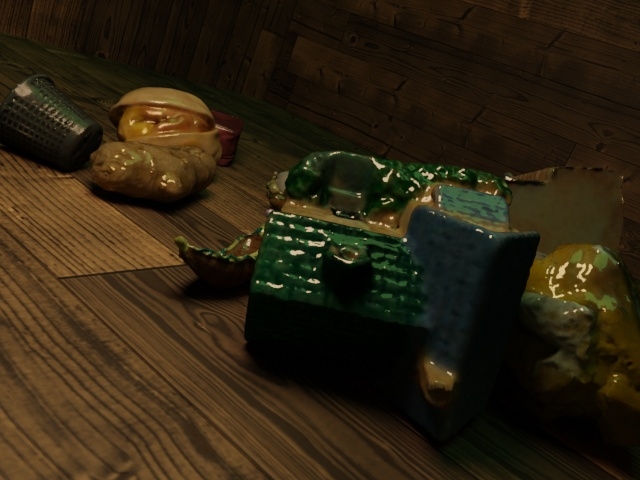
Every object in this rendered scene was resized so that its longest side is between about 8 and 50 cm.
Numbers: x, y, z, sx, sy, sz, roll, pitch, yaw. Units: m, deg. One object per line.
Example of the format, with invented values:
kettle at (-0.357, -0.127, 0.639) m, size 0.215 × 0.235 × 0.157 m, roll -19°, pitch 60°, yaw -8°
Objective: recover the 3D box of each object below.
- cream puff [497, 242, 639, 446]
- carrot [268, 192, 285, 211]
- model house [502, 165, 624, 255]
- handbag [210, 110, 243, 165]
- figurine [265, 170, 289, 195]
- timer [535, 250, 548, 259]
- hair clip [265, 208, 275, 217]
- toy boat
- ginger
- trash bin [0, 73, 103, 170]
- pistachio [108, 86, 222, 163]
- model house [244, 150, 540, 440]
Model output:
cream puff at (0.425, 0.171, 0.971) m, size 0.378 × 0.275 × 0.379 m, roll 36°, pitch 40°, yaw -38°
carrot at (-0.026, -0.066, 1.508) m, size 0.254 × 0.049 × 0.049 m, roll 24°, pitch 16°, yaw -10°
model house at (0.558, -0.013, 1.622) m, size 0.444 × 0.396 × 0.400 m, roll 0°, pitch 6°, yaw -12°
handbag at (-0.331, -0.330, 1.784) m, size 0.146 × 0.136 × 0.225 m, roll 19°, pitch 21°, yaw -12°
figurine at (-0.063, -0.138, 1.605) m, size 0.197 × 0.093 × 0.147 m, roll 23°, pitch 37°, yaw -23°
timer at (0.474, 0.137, 1.234) m, size 0.192 × 0.194 × 0.195 m, roll 22°, pitch 17°, yaw -1°
hair clip at (0.006, 0.000, 1.217) m, size 0.278 × 0.137 × 0.090 m, roll 23°, pitch -8°, yaw -10°
toy boat at (-0.153, 0.027, 0.946) m, size 0.108 × 0.099 × 0.293 m, roll -3°, pitch 5°, yaw 22°
ginger at (-0.343, -0.152, 1.227) m, size 0.189 × 0.127 × 0.354 m, roll 21°, pitch 17°, yaw 17°
trash bin at (-0.562, -0.234, 1.177) m, size 0.161 × 0.175 × 0.175 m, roll 33°, pitch 17°, yaw -1°
pistachio at (-0.381, -0.270, 1.429) m, size 0.229 × 0.230 × 0.308 m, roll 34°, pitch 24°, yaw 34°
model house at (0.101, 0.053, 0.823) m, size 0.381 × 0.335 × 0.343 m, roll 12°, pitch 15°, yaw -1°
